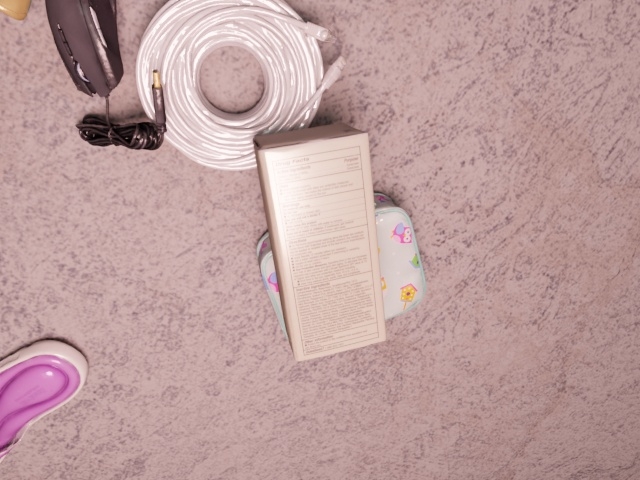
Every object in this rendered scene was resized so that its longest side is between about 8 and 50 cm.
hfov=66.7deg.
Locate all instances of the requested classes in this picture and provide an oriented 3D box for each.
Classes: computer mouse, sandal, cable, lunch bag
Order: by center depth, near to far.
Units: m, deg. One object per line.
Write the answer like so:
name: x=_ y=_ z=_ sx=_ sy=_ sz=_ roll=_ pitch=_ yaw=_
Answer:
computer mouse: x=-0.280 y=-0.237 z=0.622 sx=0.184 sy=0.060 sz=0.262 roll=17 pitch=117 yaw=28
cable: x=-0.125 y=-0.232 z=0.702 sx=0.257 sy=0.089 sz=0.257 roll=26 pitch=106 yaw=-21
sandal: x=-0.588 y=0.324 z=0.837 sx=0.416 sy=0.102 sz=0.169 roll=-42 pitch=116 yaw=8
lunch bag: x=0.039 y=0.045 z=0.852 sx=0.279 sy=0.108 sz=0.224 roll=-21 pitch=112 yaw=-5

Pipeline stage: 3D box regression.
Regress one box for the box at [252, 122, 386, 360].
box: x=0.000 y=0.000 z=0.702 sx=0.148 sy=0.121 sz=0.311 roll=-10 pitch=111 yaw=-10

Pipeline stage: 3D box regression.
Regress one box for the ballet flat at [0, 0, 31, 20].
ballet flat: x=-0.479 y=-0.327 z=0.587 sx=0.232 sy=0.080 sz=0.073 roll=12 pitch=126 yaw=-16
